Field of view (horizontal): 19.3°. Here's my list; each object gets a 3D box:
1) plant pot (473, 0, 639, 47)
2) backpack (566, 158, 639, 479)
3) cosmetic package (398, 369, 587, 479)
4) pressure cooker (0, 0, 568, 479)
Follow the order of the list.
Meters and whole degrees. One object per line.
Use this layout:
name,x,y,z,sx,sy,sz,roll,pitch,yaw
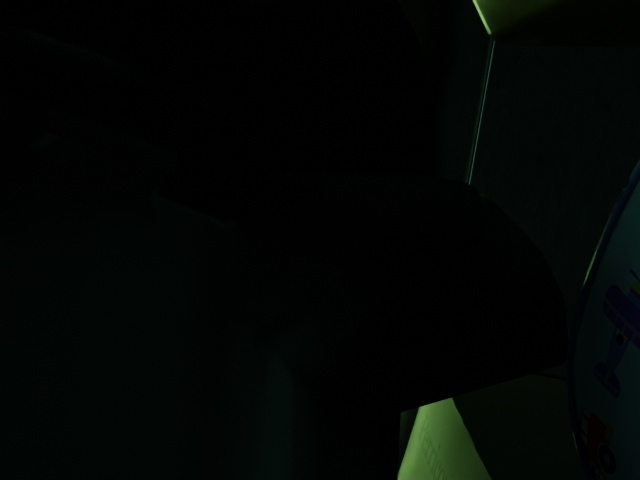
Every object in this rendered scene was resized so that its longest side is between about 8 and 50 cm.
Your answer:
plant pot,0.124,-0.148,0.442,0.212,0.212,0.187,161,106,-73
backpack,0.117,0.028,0.348,0.173,0.117,0.158,40,123,38
cosmetic package,0.061,0.199,0.509,0.153,0.129,0.296,-116,41,-69
pressure cooker,-0.156,0.091,0.434,0.375,0.370,0.420,139,137,-61
